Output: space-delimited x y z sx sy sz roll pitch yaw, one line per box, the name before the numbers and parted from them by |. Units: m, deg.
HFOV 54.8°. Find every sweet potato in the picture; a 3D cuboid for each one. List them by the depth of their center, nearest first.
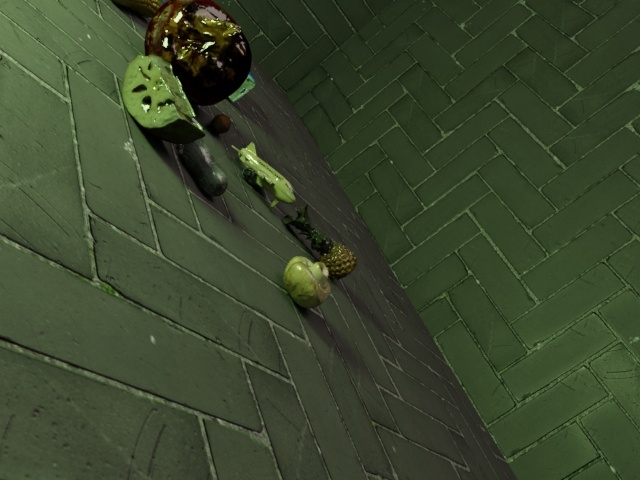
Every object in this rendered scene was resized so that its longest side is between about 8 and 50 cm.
sweet potato | -0.329 -0.384 2.034 0.068 0.068 0.226 49 -2 -15

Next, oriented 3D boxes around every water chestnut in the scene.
water chestnut | -0.355 -0.581 1.878 0.346 0.335 0.335 8 -31 51

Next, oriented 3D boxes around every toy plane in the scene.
toy plane | -0.179 -0.207 1.973 0.256 0.104 0.242 54 9 9

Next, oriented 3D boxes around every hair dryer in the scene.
hair dryer | -0.367 -0.293 1.649 0.100 0.057 0.198 44 20 -27

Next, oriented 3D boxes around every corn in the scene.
corn | -0.634 -0.825 2.097 0.101 0.101 0.291 52 16 -1

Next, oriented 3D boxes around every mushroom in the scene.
mushroom | -0.034 0.105 1.582 0.148 0.112 0.148 48 21 -25

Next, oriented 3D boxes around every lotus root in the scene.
lotus root | -0.382 -0.327 1.474 0.235 0.138 0.119 57 18 18

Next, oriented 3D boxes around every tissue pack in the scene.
tissue pack | -0.396 -0.730 2.585 0.198 0.146 0.263 45 13 -38

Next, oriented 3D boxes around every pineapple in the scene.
pineapple | 0.000 0.000 2.028 0.277 0.119 0.130 48 31 -13

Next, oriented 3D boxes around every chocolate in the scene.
chocolate | -0.291 -0.183 1.550 0.167 0.072 0.072 58 13 14
